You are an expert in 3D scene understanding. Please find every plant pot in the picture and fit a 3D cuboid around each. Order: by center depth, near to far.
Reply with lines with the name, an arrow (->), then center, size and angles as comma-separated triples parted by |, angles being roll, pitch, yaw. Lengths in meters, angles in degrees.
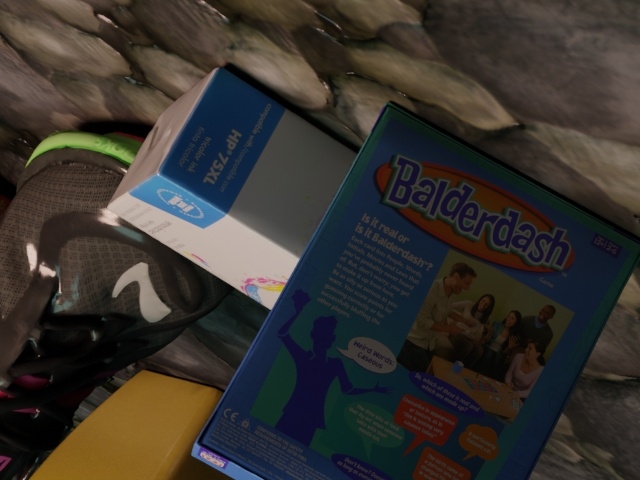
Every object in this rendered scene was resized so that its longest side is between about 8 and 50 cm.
plant pot -> -0.144, 0.252, 1.936 | 0.212, 0.187, 0.212 | 8, 154, 50

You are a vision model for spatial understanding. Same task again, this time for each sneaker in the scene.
sneaker -> -0.209, 0.087, 1.381 | 0.185, 0.202, 0.483 | 30, 138, -19

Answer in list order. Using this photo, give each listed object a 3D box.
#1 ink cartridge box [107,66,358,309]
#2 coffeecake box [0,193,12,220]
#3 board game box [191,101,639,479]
ink cartridge box -> 0.000, 0.000, 1.143 | 0.231, 0.078, 0.134 | 32, 163, -12
coffeecake box -> -0.367, -0.006, 1.617 | 0.185, 0.142, 0.068 | 28, 164, 2
board game box -> 0.052, 0.057, 0.993 | 0.160, 0.210, 0.047 | 30, 165, 1
